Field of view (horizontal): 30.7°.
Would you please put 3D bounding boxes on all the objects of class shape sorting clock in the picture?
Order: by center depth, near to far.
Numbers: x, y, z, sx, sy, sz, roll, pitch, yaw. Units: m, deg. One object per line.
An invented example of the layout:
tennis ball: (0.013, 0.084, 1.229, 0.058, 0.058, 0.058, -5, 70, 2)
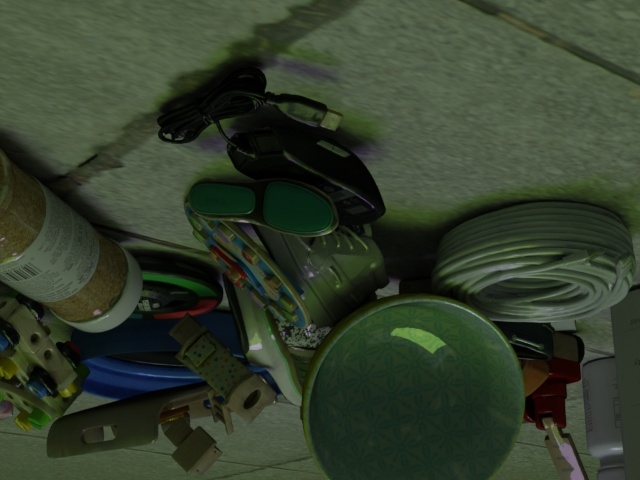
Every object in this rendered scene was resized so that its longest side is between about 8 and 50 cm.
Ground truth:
shape sorting clock: (-0.089, 0.031, 1.384, 0.206, 0.040, 0.206, 43, 169, 10)

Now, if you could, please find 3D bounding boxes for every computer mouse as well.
computer mouse: (-0.016, -0.101, 1.171, 0.262, 0.060, 0.184, 26, 154, -27)

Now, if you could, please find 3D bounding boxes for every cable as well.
cable: (0.268, 0.034, 1.480, 0.257, 0.089, 0.257, -4, 159, 15)

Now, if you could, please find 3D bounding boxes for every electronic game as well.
electronic game: (-0.252, 0.073, 1.644, 0.229, 0.048, 0.229, 0, 159, 0)

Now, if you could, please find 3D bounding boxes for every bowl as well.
bowl: (0.104, 0.195, 1.523, 0.290, 0.289, 0.156, 5, -171, -14)
bowl: (-0.231, 0.198, 1.940, 0.391, 0.077, 0.391, 0, 160, 0)

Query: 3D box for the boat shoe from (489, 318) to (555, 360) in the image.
boat shoe: (0.198, 0.131, 1.622, 0.255, 0.079, 0.095, 4, 154, -5)

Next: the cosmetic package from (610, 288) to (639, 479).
cosmetic package: (0.645, 0.254, 1.633, 0.327, 0.393, 0.329, 16, 155, -36)

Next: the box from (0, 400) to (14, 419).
box: (-0.643, 0.240, 1.960, 0.154, 0.142, 0.300, 16, 154, -36)

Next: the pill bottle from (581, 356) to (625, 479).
pill bottle: (0.538, 0.332, 2.075, 0.131, 0.229, 0.131, 0, 160, 0)

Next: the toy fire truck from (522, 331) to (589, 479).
toy fire truck: (0.342, 0.283, 1.920, 0.158, 0.246, 0.217, 16, 154, -34)

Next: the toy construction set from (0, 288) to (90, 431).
toy construction set: (-0.474, 0.160, 1.731, 0.215, 0.151, 0.327, 5, 150, 42)

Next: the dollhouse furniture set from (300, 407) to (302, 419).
dollhouse furniture set: (0.002, 0.337, 2.334, 0.076, 0.058, 0.151, 6, 159, -16)

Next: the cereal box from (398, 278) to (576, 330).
cereal box: (0.247, 0.095, 1.700, 0.240, 0.047, 0.173, -5, 158, 15)

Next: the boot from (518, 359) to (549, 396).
boot: (0.195, 0.214, 1.832, 0.220, 0.109, 0.283, 15, 146, -36)

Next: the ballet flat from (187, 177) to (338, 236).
ballet flat: (-0.055, -0.040, 1.208, 0.168, 0.057, 0.052, 11, -174, 18)

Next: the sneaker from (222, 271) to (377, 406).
sneaker: (0.006, 0.132, 1.688, 0.182, 0.158, 0.410, -16, 160, 11)

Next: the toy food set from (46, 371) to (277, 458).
toy food set: (-0.241, 0.283, 1.818, 0.220, 0.092, 0.306, -14, 177, 33)

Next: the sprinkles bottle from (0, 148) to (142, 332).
sprinkles bottle: (-0.328, 0.004, 1.357, 0.121, 0.121, 0.355, -5, 159, 14)

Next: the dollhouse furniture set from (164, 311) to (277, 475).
dollhouse furniture set: (-0.189, 0.201, 1.607, 0.182, 0.161, 0.101, 38, 171, 29)

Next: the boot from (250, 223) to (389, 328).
boot: (0.000, 0.000, 1.421, 0.123, 0.095, 0.258, -32, 141, -1)
